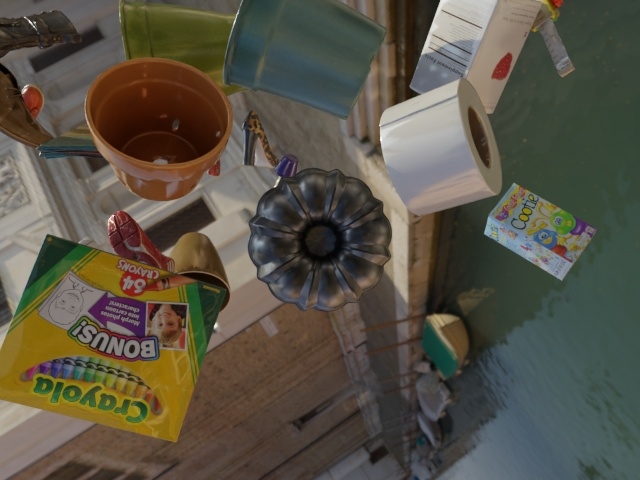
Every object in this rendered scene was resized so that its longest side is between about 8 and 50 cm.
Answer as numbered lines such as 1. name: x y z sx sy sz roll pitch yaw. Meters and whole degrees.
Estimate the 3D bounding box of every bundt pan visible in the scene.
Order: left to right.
1. bundt pan: 0.000 0.000 1.132 0.331 0.331 0.124 58 180 -1

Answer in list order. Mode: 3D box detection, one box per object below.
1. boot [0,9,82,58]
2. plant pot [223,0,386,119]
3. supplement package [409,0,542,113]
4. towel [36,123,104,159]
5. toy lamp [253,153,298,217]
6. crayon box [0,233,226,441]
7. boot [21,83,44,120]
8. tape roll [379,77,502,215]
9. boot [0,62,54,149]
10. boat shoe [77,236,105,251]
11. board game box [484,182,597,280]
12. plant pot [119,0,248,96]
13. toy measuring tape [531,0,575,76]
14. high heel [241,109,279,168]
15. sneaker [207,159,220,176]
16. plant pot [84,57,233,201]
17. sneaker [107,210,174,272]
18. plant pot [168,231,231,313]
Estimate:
1. boot: -0.686 -0.473 1.181 0.263 0.229 0.091 39 141 27
2. plant pot: -0.031 -0.493 1.363 0.334 0.341 0.341 24 172 -4
3. supplement package: 0.392 -0.497 1.362 0.175 0.177 0.293 46 133 38
4. towel: -0.558 -0.270 1.435 0.370 0.271 0.040 -108 20 -69
5. toy lamp: -0.150 -0.170 1.801 0.080 0.080 0.275 53 127 31
6. crayon box: -0.413 0.195 1.060 0.363 0.313 0.106 19 169 -11
7. boot: -0.819 -0.358 1.480 0.059 0.158 0.085 16 -144 -25
8. tape roll: 0.253 -0.188 1.093 0.246 0.169 0.246 30 -128 -48
9. boot: -0.785 -0.348 1.325 0.305 0.115 0.112 42 -172 -17
10. boat shoe: -0.719 0.077 1.523 0.075 0.226 0.083 30 142 7
11. board game box: 0.670 -0.028 1.630 0.275 0.142 0.144 35 166 23
12. plant pot: -0.410 -0.577 1.677 0.366 0.353 0.367 171 90 -80
13. toy measuring tape: 0.595 -0.562 1.379 0.121 0.121 0.330 87 167 -72
14. high heel: -0.197 -0.349 1.852 0.261 0.093 0.186 -16 -68 -71
15. sneaker: -0.416 -0.302 1.933 0.225 0.092 0.088 -113 20 -50
16. plant pot: -0.352 -0.222 1.161 0.291 0.291 0.203 56 150 15
17. sneaker: -0.464 0.028 1.381 0.221 0.087 0.128 59 -177 12
18. plant pot: -0.424 0.096 1.778 0.254 0.237 0.237 -103 -8 -46
